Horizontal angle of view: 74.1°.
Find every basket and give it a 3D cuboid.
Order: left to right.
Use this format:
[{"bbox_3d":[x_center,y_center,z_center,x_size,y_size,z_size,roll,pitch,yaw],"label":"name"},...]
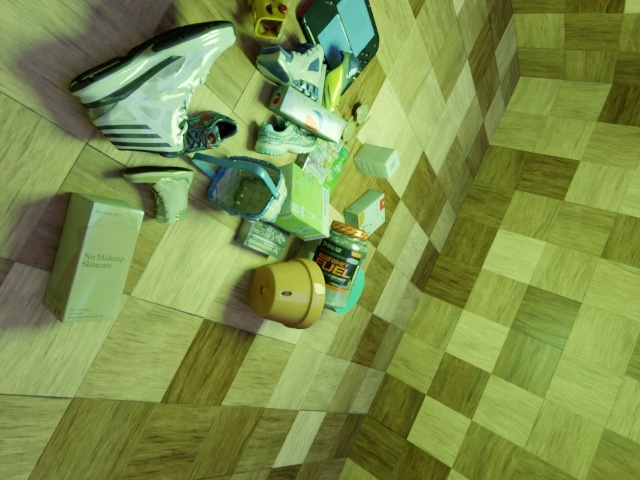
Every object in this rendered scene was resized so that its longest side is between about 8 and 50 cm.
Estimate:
[{"bbox_3d":[-0.240,-0.178,1.355,0.201,0.254,0.289,-65,156,-17],"label":"basket"}]

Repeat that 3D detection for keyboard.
[{"bbox_3d":[-0.031,-0.539,1.618,0.072,0.014,0.256,5,109,-10],"label":"keyboard"}]

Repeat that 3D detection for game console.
[{"bbox_3d":[0.090,-0.806,1.642,0.342,0.060,0.386,-57,143,-17],"label":"game console"}]

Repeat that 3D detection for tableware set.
[{"bbox_3d":[0.146,-0.528,1.884,0.194,0.039,0.128,-53,155,-12],"label":"tableware set"}]

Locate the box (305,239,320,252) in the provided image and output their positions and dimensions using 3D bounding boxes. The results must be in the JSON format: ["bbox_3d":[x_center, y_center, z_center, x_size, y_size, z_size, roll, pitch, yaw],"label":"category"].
[{"bbox_3d":[0.000,0.000,1.906,0.101,0.102,0.087,-31,129,-41],"label":"box"}]

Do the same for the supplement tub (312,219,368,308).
[{"bbox_3d":[0.068,0.098,1.785,0.207,0.207,0.338,12,100,-55],"label":"supplement tub"}]

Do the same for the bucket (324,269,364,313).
[{"bbox_3d":[0.069,0.206,2.037,0.281,0.183,0.281,-29,129,-43],"label":"bucket"}]

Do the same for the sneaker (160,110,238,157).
[{"bbox_3d":[-0.352,-0.314,1.240,0.262,0.125,0.104,-39,135,-36],"label":"sneaker"}]

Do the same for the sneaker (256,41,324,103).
[{"bbox_3d":[-0.087,-0.618,1.460,0.315,0.127,0.182,15,91,-62],"label":"sneaker"}]

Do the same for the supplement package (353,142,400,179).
[{"bbox_3d":[0.265,-0.374,2.000,0.105,0.179,0.105,-54,143,-20],"label":"supplement package"}]

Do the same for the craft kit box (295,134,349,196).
[{"bbox_3d":[0.004,-0.324,1.785,0.250,0.061,0.247,31,84,-55],"label":"craft kit box"}]

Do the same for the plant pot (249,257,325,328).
[{"bbox_3d":[-0.150,0.205,1.686,0.203,0.291,0.291,10,100,-37],"label":"plant pot"}]

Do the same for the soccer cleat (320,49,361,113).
[{"bbox_3d":[0.039,-0.593,1.643,0.121,0.093,0.289,28,108,-23],"label":"soccer cleat"}]

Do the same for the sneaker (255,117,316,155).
[{"bbox_3d":[-0.112,-0.380,1.545,0.283,0.110,0.122,-20,123,-48],"label":"sneaker"}]

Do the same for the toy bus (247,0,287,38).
[{"bbox_3d":[-0.167,-0.723,1.290,0.104,0.202,0.191,-4,122,-20],"label":"toy bus"}]

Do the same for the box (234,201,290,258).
[{"bbox_3d":[-0.206,-0.043,1.643,0.231,0.056,0.183,28,85,-55],"label":"box"}]

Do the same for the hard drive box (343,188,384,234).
[{"bbox_3d":[0.228,-0.125,2.163,0.232,0.089,0.181,-41,137,-35],"label":"hard drive box"}]

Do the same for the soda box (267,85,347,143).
[{"bbox_3d":[-0.044,-0.454,1.544,0.286,0.098,0.091,20,94,-40],"label":"soda box"}]

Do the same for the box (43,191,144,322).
[{"bbox_3d":[-0.591,0.045,1.108,0.148,0.121,0.311,8,101,-54],"label":"box"}]

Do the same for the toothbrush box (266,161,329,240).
[{"bbox_3d":[-0.081,-0.140,1.640,0.283,0.122,0.206,28,56,-55],"label":"toothbrush box"}]

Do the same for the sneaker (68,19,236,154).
[{"bbox_3d":[-0.382,-0.388,1.119,0.447,0.169,0.258,-39,132,-22],"label":"sneaker"}]

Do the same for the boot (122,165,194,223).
[{"bbox_3d":[-0.467,-0.129,1.228,0.213,0.077,0.165,-13,120,-54],"label":"boot"}]
